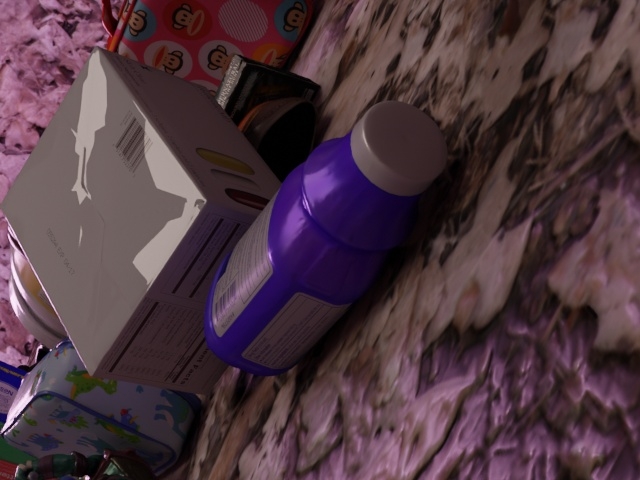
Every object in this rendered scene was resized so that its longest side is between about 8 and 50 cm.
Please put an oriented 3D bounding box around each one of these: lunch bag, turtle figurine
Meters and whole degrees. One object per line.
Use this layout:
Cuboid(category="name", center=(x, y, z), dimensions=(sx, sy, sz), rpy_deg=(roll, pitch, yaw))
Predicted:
Cuboid(category="lunch bag", center=(-0.167, -0.280, 1.707), dimensions=(0.293, 0.258, 0.120), rpy_deg=(-55, 19, 39))
Cuboid(category="turtle figurine", center=(-0.214, 0.258, 1.278), dimensions=(0.118, 0.175, 0.234), rpy_deg=(-52, 19, -13))
Cuboid(category="lunch bag", center=(-0.235, 0.192, 1.391), dimensions=(0.219, 0.176, 0.090), rpy_deg=(-42, 23, 56))

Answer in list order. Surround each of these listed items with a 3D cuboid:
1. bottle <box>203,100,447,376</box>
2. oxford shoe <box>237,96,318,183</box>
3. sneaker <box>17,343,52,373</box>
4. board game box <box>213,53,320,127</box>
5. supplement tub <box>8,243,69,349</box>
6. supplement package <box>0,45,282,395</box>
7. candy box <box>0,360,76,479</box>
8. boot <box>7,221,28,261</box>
Cuboid(category="bottle", center=(0.000, 0.000, 0.985), dimensions=(0.283, 0.092, 0.118), rpy_deg=(-50, 22, 49))
Cuboid(category="oxford shoe", center=(-0.078, -0.029, 1.326), dimensions=(0.098, 0.097, 0.271), rpy_deg=(-13, 55, 66))
Cuboid(category="sneaker", center=(-0.437, 0.272, 2.063), dimensions=(0.102, 0.146, 0.293), rpy_deg=(-58, 16, 33))
Cuboid(category="board game box", center=(-0.086, -0.104, 1.428), dimensions=(0.026, 0.126, 0.186), rpy_deg=(36, 105, 37))
Cuboid(category="supplement tub", center=(-0.248, -0.017, 1.624), dimensions=(0.331, 0.241, 0.241), rpy_deg=(-51, 21, 46))
Cuboid(category="supplement package", center=(-0.160, -0.020, 1.241), dimensions=(0.204, 0.145, 0.262), rpy_deg=(-54, 48, 18))
Cuboid(category="candy box", center=(-0.473, 0.329, 1.855), dimensions=(0.317, 0.268, 0.122), rpy_deg=(-58, 13, 34))
Cuboid(category="boot", center=(-0.278, 0.114, 1.496), dimensions=(0.280, 0.264, 0.096), rpy_deg=(-54, 14, 36))
